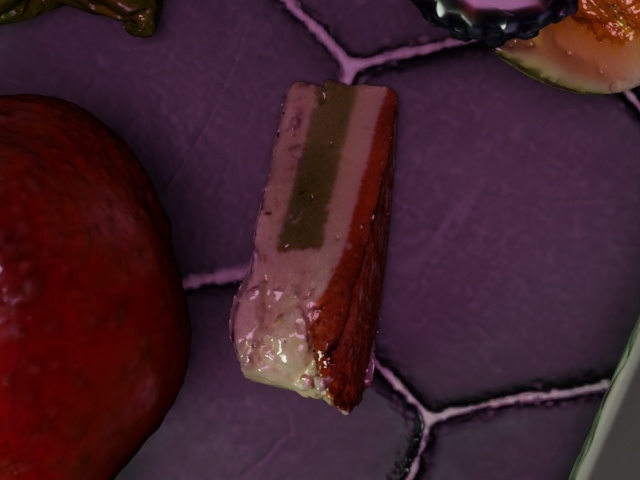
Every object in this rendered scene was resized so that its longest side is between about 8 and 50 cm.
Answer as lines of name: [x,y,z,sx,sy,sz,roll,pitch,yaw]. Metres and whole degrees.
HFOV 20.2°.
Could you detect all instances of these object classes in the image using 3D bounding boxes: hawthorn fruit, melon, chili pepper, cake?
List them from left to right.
hawthorn fruit: [-0.203,0.064,1.154,0.265,0.265,0.307,-23,100,6]
chili pepper: [-0.210,-0.176,1.219,0.204,0.072,0.073,3,96,4]
cake: [-0.004,0.004,1.194,0.086,0.117,0.220,7,96,10]
melon: [0.180,-0.160,1.191,0.128,0.079,0.160,43,85,-15]

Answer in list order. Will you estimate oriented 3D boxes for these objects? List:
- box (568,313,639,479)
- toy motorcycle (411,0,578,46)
box: [0.374,0.119,1.157,0.373,0.090,0.367,20,106,2]
toy motorcycle: [0.061,-0.323,1.152,0.232,0.172,0.416,-40,76,0]
